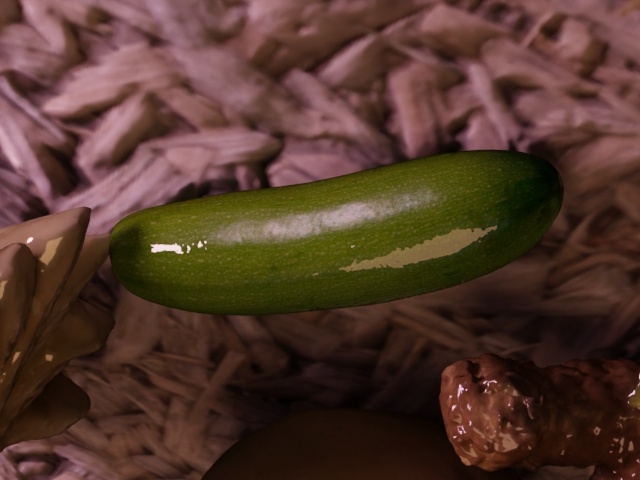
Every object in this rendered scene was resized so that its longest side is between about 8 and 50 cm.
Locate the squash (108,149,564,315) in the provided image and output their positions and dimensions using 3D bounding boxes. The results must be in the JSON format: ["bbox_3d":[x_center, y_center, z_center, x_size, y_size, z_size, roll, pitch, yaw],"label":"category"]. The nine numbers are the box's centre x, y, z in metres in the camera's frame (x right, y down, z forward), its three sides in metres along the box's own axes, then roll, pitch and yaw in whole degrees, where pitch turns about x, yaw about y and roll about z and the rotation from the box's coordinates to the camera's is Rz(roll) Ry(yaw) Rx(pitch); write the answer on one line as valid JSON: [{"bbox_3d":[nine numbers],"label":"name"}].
[{"bbox_3d":[0.001,0.002,0.649,0.292,0.082,0.082,-9,134,20],"label":"squash"}]

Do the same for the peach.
[{"bbox_3d":[0.037,0.261,0.798,0.292,0.247,0.292,19,132,22],"label":"peach"}]

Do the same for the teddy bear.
[{"bbox_3d":[0.250,0.135,0.638,0.296,0.246,0.222,-3,165,-29],"label":"teddy bear"}]

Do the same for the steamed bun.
[{"bbox_3d":[-0.260,0.078,0.699,0.189,0.247,0.428,23,153,6],"label":"steamed bun"}]
